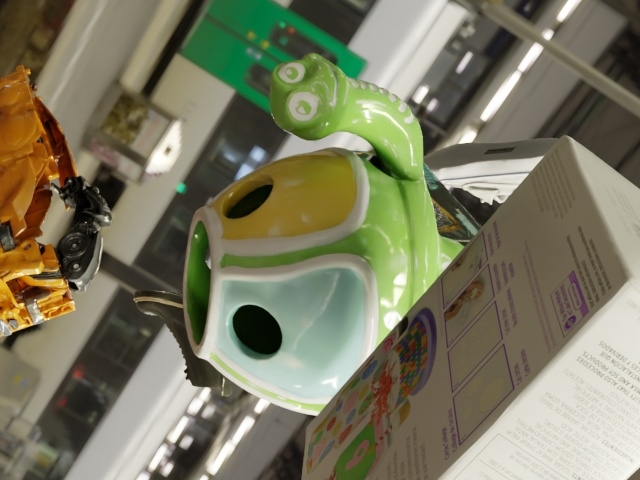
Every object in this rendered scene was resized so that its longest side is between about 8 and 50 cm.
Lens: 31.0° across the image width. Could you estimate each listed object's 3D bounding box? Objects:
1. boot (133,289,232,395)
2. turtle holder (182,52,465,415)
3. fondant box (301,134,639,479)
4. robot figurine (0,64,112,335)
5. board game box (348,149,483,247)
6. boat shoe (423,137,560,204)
[{"bbox_3d":[-0.199,0.143,1.658,0.198,0.077,0.137,5,-89,43],"label":"boot"},{"bbox_3d":[0.002,0.019,1.068,0.320,0.227,0.243,113,-28,-49],"label":"turtle holder"},{"bbox_3d":[0.112,0.113,0.798,0.330,0.096,0.238,-50,-166,22],"label":"fondant box"},{"bbox_3d":[-0.293,-0.025,1.011,0.085,0.211,0.291,78,-9,-52],"label":"robot figurine"},{"bbox_3d":[0.100,-0.044,1.319,0.186,0.126,0.026,55,-46,46],"label":"board game box"},{"bbox_3d":[0.252,-0.094,1.711,0.258,0.084,0.095,3,-149,46],"label":"boat shoe"}]
